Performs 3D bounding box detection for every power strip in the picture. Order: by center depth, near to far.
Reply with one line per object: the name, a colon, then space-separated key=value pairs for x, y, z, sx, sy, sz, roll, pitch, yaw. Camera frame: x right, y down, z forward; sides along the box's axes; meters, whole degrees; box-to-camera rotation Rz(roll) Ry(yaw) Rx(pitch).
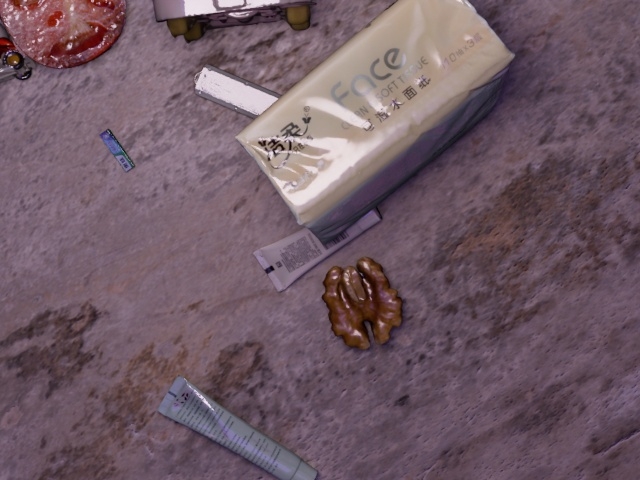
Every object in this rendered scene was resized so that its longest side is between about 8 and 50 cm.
power strip: x=-0.110 y=-0.249 z=1.601 sx=0.253 sy=0.027 sz=0.060 roll=23 pitch=99 yaw=-5

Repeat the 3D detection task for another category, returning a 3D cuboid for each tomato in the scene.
tomato: x=-0.452 y=-0.411 z=1.515 sx=0.225 sy=0.085 sz=0.224 roll=-10 pitch=114 yaw=-24

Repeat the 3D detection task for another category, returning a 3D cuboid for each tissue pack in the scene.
tissue pack: x=0.089 y=-0.197 z=1.439 sx=0.405 sy=0.332 sz=0.205 roll=-40 pitch=84 yaw=1

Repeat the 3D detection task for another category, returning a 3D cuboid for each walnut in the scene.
walnut: x=0.079 y=0.116 z=1.649 sx=0.143 sy=0.069 sz=0.170 roll=-16 pitch=99 yaw=4

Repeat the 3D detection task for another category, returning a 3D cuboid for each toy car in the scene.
toy car: x=-0.136 y=-0.444 z=1.409 sx=0.242 sy=0.336 sz=0.226 roll=-7 pitch=99 yaw=1
toy car: x=-0.583 y=-0.334 z=1.552 sx=0.139 sy=0.112 sz=0.112 roll=-15 pitch=84 yaw=-8

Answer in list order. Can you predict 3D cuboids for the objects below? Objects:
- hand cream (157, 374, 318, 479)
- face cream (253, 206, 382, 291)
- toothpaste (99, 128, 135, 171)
hand cream: x=-0.156 y=0.382 z=1.701 sx=0.331 sy=0.058 sz=0.085 roll=32 pitch=100 yaw=-6
face cream: x=0.000 y=0.000 z=1.636 sx=0.244 sy=0.058 sz=0.092 roll=-31 pitch=101 yaw=10
toothpaste: x=-0.373 y=-0.166 z=1.620 sx=0.020 sy=0.017 sz=0.083 roll=-33 pitch=98 yaw=5
